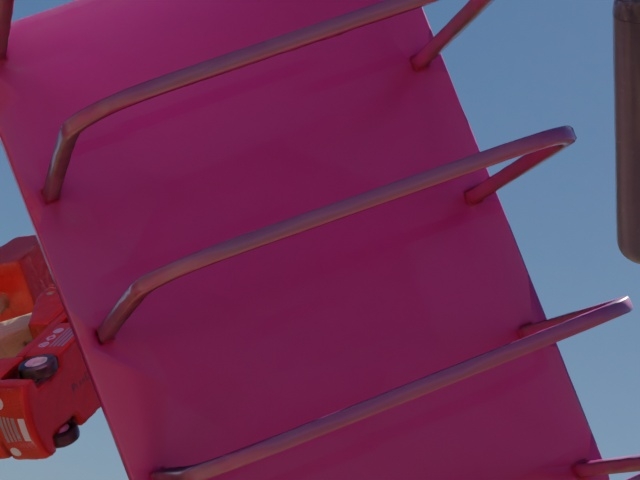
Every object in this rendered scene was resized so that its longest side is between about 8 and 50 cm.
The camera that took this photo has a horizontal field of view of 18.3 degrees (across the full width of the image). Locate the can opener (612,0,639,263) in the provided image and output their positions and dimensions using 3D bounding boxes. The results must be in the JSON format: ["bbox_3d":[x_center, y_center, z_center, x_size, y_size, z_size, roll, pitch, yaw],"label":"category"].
[{"bbox_3d":[0.192,-0.117,1.038,0.093,0.280,0.074,6,31,11],"label":"can opener"}]

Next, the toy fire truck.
[{"bbox_3d":[-0.159,0.055,1.078,0.135,0.047,0.192,-4,24,28],"label":"toy fire truck"}]

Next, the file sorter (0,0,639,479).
[{"bbox_3d":[0.000,0.000,0.818,0.202,0.290,0.182,-20,-4,-13],"label":"file sorter"}]
